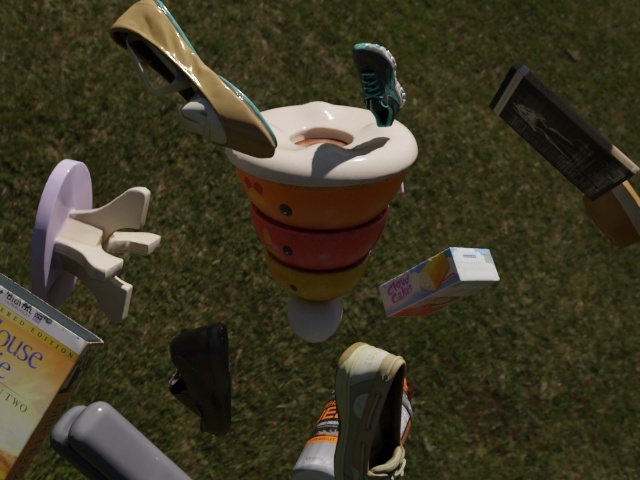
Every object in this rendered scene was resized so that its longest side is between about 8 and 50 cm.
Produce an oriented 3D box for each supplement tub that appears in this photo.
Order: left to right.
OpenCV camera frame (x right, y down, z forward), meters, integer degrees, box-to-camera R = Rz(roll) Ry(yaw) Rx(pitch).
[{"bbox_3d":[0.087,0.458,1.684,0.207,0.207,0.338,38,46,-6],"label":"supplement tub"}]

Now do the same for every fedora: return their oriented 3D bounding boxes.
[{"bbox_3d":[0.526,-0.049,1.289,0.194,0.079,0.194,51,16,-21],"label":"fedora"}]

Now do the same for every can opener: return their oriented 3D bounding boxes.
[{"bbox_3d":[-0.135,0.267,0.644,0.283,0.076,0.095,50,48,-20],"label":"can opener"}]

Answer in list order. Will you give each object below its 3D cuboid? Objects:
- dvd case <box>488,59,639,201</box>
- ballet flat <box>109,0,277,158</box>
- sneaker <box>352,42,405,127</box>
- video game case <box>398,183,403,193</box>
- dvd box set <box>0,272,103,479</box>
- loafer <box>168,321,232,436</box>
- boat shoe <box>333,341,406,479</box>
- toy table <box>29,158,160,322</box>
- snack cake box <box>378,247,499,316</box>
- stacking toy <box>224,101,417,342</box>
[{"bbox_3d":[0.346,-0.154,1.058,0.221,0.164,0.018,44,85,8],"label":"dvd case"},{"bbox_3d":[-0.145,-0.164,0.801,0.073,0.080,0.232,-38,81,-21],"label":"ballet flat"},{"bbox_3d":[0.094,-0.250,1.190,0.166,0.065,0.076,50,48,-48],"label":"sneaker"},{"bbox_3d":[0.095,-0.166,1.557,0.019,0.157,0.143,-26,111,-73],"label":"video game case"},{"bbox_3d":[-0.558,0.250,1.075,0.307,0.062,0.420,32,89,9],"label":"dvd box set"},{"bbox_3d":[-0.258,0.298,1.560,0.130,0.366,0.134,-1,45,-5],"label":"loafer"},{"bbox_3d":[0.044,0.153,0.557,0.056,0.048,0.153,-20,114,-48],"label":"boat shoe"},{"bbox_3d":[-0.407,0.007,1.311,0.160,0.274,0.252,15,26,5],"label":"toy table"},{"bbox_3d":[0.294,0.110,1.826,0.152,0.264,0.089,2,64,-40],"label":"snack cake box"},{"bbox_3d":[0.000,0.000,1.411,0.350,0.480,0.351,0,27,0],"label":"stacking toy"}]
